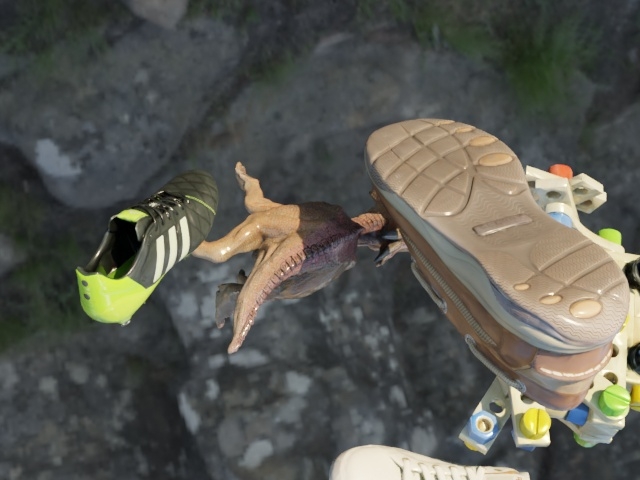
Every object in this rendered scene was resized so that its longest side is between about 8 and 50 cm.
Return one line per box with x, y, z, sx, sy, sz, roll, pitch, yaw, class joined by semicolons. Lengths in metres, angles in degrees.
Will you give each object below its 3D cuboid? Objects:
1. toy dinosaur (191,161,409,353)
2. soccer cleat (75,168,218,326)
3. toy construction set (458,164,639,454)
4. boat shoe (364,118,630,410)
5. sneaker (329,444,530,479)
0.000;0.000;1.109;0.200;0.127;0.296;-5;-163;18;toy dinosaur
-0.139;-0.008;0.994;0.060;0.179;0.072;16;140;22;soccer cleat
0.276;0.084;1.320;0.215;0.328;0.151;9;166;1;toy construction set
0.119;0.011;0.945;0.123;0.324;0.116;-11;126;-15;boat shoe
0.154;0.271;1.305;0.290;0.106;0.123;20;138;-22;sneaker
